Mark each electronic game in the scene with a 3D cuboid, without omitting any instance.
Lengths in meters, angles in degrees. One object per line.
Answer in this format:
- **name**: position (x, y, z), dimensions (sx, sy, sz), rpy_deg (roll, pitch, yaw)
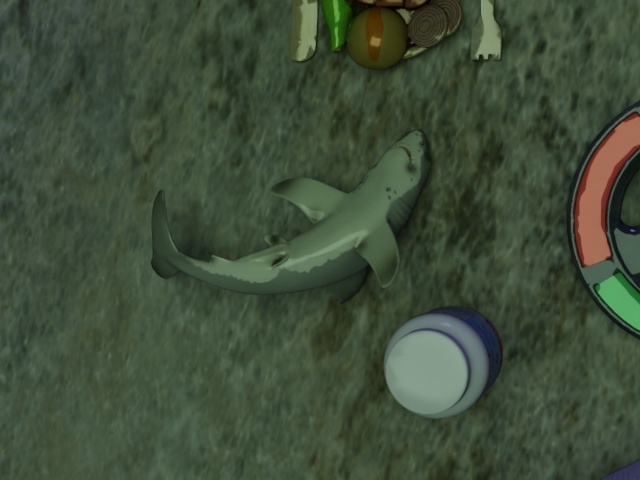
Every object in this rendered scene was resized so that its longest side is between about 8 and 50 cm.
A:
- **electronic game**: position (0.321, -0.017, 1.136), dimensions (0.229, 0.048, 0.229), rpy_deg (0, 92, 13)

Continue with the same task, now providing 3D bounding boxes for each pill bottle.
- **pill bottle**: position (0.101, 0.101, 1.134), dimensions (0.087, 0.160, 0.087), rpy_deg (0, 92, 14)

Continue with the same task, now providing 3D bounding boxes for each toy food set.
- **toy food set**: position (0.062, -0.217, 1.199), dimensions (0.192, 0.038, 0.132), rpy_deg (1, 91, 13)

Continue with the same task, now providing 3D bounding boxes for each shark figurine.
- **shark figurine**: position (-0.019, 0.020, 1.198), dimensions (0.278, 0.116, 0.166), rpy_deg (-17, 53, 6)

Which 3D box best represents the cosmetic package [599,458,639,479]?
- **cosmetic package**: position (0.258, 0.316, 1.111), dimensions (0.225, 0.138, 0.224), rpy_deg (-30, 84, 11)
